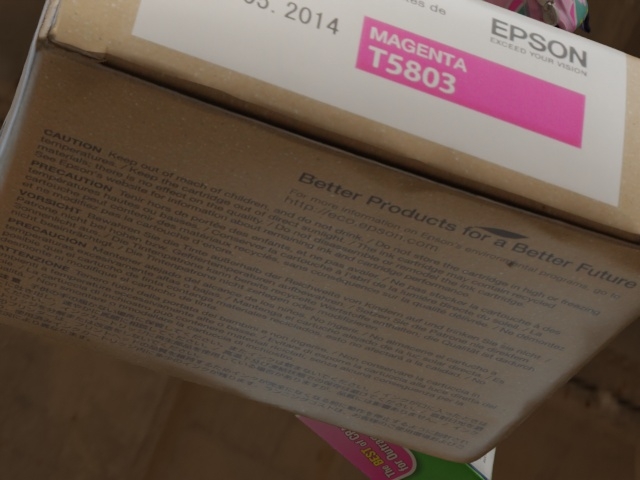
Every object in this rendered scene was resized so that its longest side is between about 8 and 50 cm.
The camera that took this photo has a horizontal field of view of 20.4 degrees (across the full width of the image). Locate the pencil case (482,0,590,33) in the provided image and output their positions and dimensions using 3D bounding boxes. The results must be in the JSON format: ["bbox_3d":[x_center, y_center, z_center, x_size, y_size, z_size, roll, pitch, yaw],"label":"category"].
[{"bbox_3d":[0.100,-0.244,1.116,0.124,0.124,0.284,-6,-60,13],"label":"pencil case"}]

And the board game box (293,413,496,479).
[{"bbox_3d":[0.000,0.000,1.187,0.316,0.242,0.064,42,-54,-19],"label":"board game box"}]

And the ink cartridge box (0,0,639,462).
[{"bbox_3d":[-0.005,-0.016,0.671,0.235,0.088,0.193,19,-34,-12],"label":"ink cartridge box"}]
